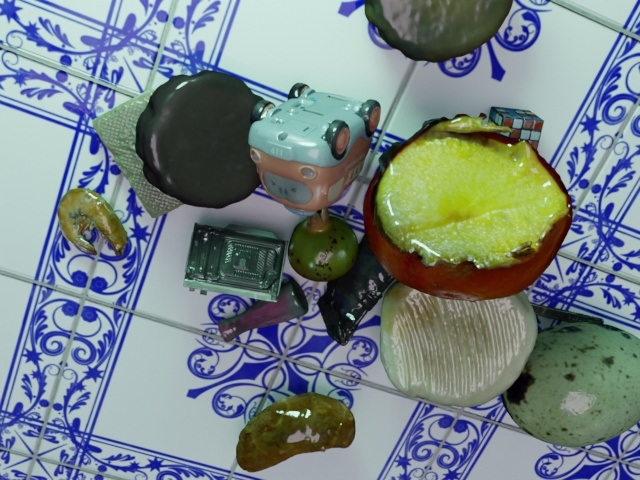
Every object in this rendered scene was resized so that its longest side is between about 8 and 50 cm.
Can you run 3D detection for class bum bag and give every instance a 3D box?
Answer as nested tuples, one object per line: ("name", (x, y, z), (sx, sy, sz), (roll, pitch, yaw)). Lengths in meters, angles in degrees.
("bum bag", (0.093, 0.097, 1.644), (0.310, 0.137, 0.074), (-54, 149, 16))

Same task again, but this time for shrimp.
("shrimp", (-0.504, -0.031, 1.584), (0.132, 0.052, 0.188), (-30, 105, 22))

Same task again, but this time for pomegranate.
("pomegranate", (0.000, 0.000, 1.570), (0.159, 0.159, 0.205), (-8, 126, 0))

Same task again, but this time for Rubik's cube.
("Rubik's cube", (0.412, -0.229, 1.531), (0.092, 0.092, 0.092), (5, 114, -6))

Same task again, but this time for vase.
("vase", (-0.139, 0.173, 1.681), (0.214, 0.086, 0.086), (-25, 113, 12))

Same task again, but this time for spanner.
("spanner", (0.555, 0.178, 1.758), (0.325, 0.026, 0.093), (13, 113, -11))

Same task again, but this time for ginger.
("ginger", (-0.074, 0.464, 1.768), (0.321, 0.165, 0.173), (-17, 107, 10))

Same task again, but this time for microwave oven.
("microwave oven", (-0.188, 0.049, 1.569), (0.208, 0.122, 0.163), (11, 85, -9))

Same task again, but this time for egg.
("egg", (0.615, 0.334, 1.691), (0.379, 0.287, 0.288), (-20, 114, -8))

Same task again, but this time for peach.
("peach", (0.270, -0.041, 1.371), (0.416, 0.339, 0.353), (13, 133, -46))

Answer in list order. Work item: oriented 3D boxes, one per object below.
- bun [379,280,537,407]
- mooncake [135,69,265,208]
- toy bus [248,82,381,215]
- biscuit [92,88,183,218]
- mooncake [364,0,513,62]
("bun", (0.312, 0.203, 1.647), (0.364, 0.219, 0.366), (1, 98, 10))
("mooncake", (-0.233, -0.205, 1.446), (0.282, 0.141, 0.283), (-10, 112, -26))
("toy bus", (-0.014, -0.176, 1.431), (0.194, 0.287, 0.232), (21, 127, 21))
("biscuit", (-0.360, -0.179, 1.521), (0.150, 0.052, 0.252), (-24, 113, 6))
("mooncake", (0.218, -0.491, 1.365), (0.290, 0.161, 0.291), (-2, 115, -5))
